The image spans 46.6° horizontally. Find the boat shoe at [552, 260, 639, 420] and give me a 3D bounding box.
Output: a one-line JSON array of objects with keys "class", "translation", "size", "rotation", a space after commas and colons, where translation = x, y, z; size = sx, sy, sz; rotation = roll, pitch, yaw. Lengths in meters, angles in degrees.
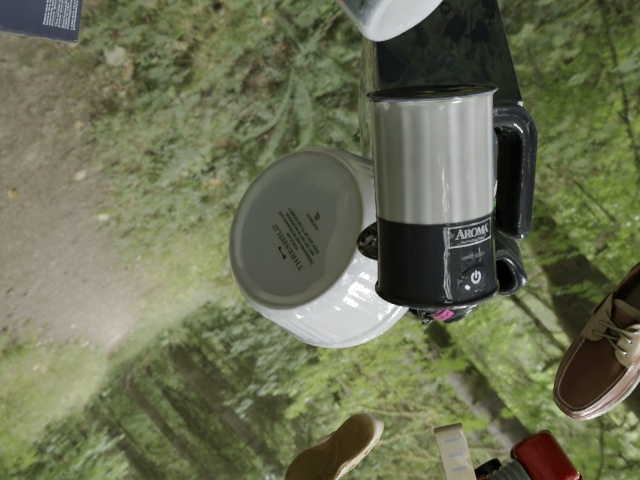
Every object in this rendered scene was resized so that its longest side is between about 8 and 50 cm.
[{"class": "boat shoe", "translation": [0.473, 0.136, 1.166], "size": [0.324, 0.123, 0.116], "rotation": [-51, 143, -7]}]

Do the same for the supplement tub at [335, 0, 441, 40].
[{"class": "supplement tub", "translation": [0.061, -0.522, 1.243], "size": [0.207, 0.338, 0.207], "rotation": [-35, 168, -8]}]

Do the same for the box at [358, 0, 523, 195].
[{"class": "box", "translation": [0.248, -0.316, 1.745], "size": [0.472, 0.297, 0.480], "rotation": [93, -4, -54]}]

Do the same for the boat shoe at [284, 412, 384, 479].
[{"class": "boat shoe", "translation": [0.023, 0.296, 1.022], "size": [0.170, 0.063, 0.059], "rotation": [-42, 156, 21]}]

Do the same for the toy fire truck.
[{"class": "toy fire truck", "translation": [0.270, 0.353, 1.124], "size": [0.217, 0.158, 0.246], "rotation": [-30, 150, -1]}]

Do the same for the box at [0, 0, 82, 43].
[{"class": "box", "translation": [-0.470, -0.333, 0.772], "size": [0.312, 0.343, 0.179], "rotation": [-49, 151, -77]}]

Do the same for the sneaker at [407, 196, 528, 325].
[{"class": "sneaker", "translation": [0.165, 0.039, 1.222], "size": [0.482, 0.202, 0.185], "rotation": [-8, 153, -29]}]

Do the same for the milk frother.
[{"class": "milk frother", "translation": [0.066, -0.040, 0.519], "size": [0.143, 0.135, 0.129], "rotation": [11, -159, 41]}]

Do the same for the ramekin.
[{"class": "ramekin", "translation": [0.000, 0.000, 0.978], "size": [0.273, 0.273, 0.127], "rotation": [-41, 145, 17]}]
